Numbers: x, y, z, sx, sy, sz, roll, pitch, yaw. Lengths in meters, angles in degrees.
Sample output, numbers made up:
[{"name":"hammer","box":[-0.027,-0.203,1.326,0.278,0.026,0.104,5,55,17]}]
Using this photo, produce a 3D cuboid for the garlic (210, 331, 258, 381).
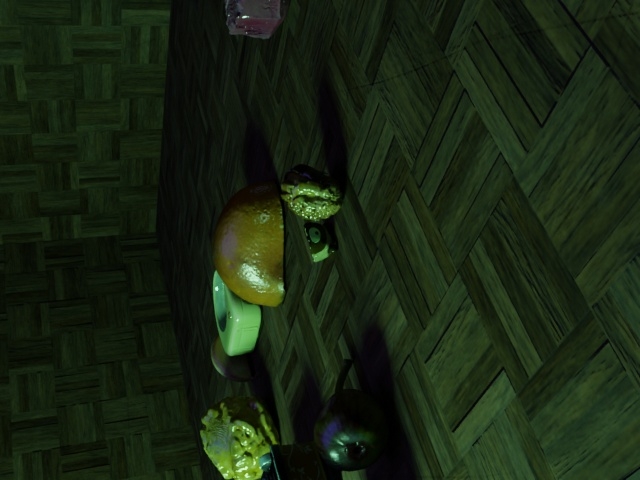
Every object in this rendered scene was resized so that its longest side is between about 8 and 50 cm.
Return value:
[{"name":"garlic","box":[-0.269,0.372,2.361,0.115,0.128,0.206,74,173,-61]}]

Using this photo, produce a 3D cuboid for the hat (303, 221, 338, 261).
[{"name":"hat","box":[0.000,0.000,1.552,0.077,0.059,0.076,-110,7,-48]}]

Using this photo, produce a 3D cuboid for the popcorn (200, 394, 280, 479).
[{"name":"popcorn","box":[-0.223,0.543,2.112,0.250,0.190,0.250,-1,89,30]}]

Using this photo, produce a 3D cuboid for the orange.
[{"name":"orange","box":[-0.163,0.018,1.975,0.310,0.274,0.274,59,175,-31]}]

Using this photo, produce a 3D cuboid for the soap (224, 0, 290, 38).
[{"name":"soap","box":[-0.150,-0.639,1.703,0.220,0.128,0.324,165,100,-70]}]

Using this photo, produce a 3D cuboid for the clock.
[{"name":"clock","box":[-0.261,0.173,2.281,0.235,0.096,0.308,106,152,-48]}]

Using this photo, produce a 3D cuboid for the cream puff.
[{"name":"cream puff","box":[-0.015,-0.091,1.477,0.133,0.119,0.104,33,92,30]}]

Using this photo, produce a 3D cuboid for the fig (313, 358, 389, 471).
[{"name":"fig","box":[0.048,0.312,1.412,0.245,0.149,0.149,-103,17,-61]}]

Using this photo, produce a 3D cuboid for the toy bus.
[{"name":"toy bus","box":[-0.063,0.584,1.725,0.138,0.167,0.275,-113,31,-41]}]
